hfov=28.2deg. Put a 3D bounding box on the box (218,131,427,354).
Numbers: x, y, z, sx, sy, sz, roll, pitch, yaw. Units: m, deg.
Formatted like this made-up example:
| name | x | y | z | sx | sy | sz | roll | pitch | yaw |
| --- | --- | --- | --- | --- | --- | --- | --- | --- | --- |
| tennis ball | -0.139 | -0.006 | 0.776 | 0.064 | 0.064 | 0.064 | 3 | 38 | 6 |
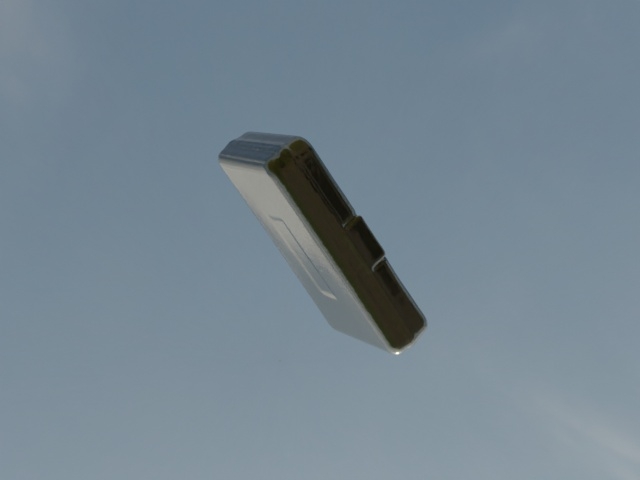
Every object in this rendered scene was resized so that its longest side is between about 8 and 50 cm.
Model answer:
| name | x | y | z | sx | sy | sz | roll | pitch | yaw |
| --- | --- | --- | --- | --- | --- | --- | --- | --- | --- |
| box | 0.000 | 0.000 | 1.203 | 0.050 | 0.160 | 0.230 | -39 | -70 | -15 |
